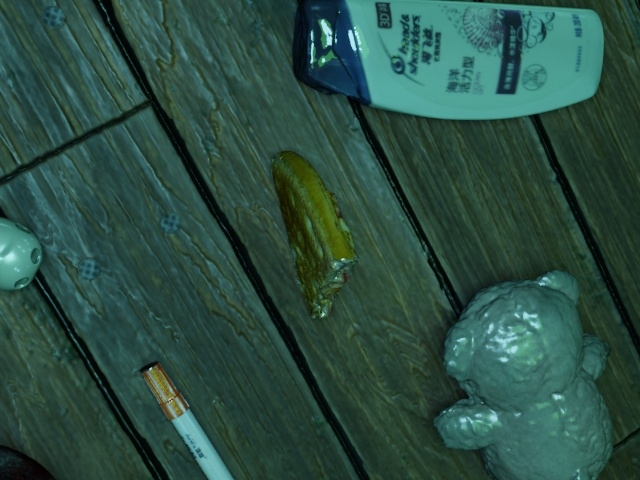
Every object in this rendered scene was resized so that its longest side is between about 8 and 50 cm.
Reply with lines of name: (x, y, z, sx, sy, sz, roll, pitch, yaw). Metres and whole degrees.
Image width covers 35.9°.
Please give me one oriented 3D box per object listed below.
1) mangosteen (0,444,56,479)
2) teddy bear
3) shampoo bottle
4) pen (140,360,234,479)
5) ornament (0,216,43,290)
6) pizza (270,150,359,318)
mangosteen: (-0.378, 0.311, 0.950, 0.289, 0.231, 0.231, -3, 96, 18)
teddy bear: (0.240, 0.172, 1.148, 0.236, 0.151, 0.267, -30, 103, -16)
shampoo bottle: (0.148, -0.206, 1.130, 0.360, 0.078, 0.134, -2, 98, -18)
pen: (-0.130, 0.236, 1.100, 0.028, 0.028, 0.239, -33, 104, -13)
ornament: (-0.356, 0.001, 0.985, 0.156, 0.081, 0.074, 25, 91, -14)
pizza: (0.000, 0.000, 1.084, 0.053, 0.201, 0.193, -16, 139, -14)
